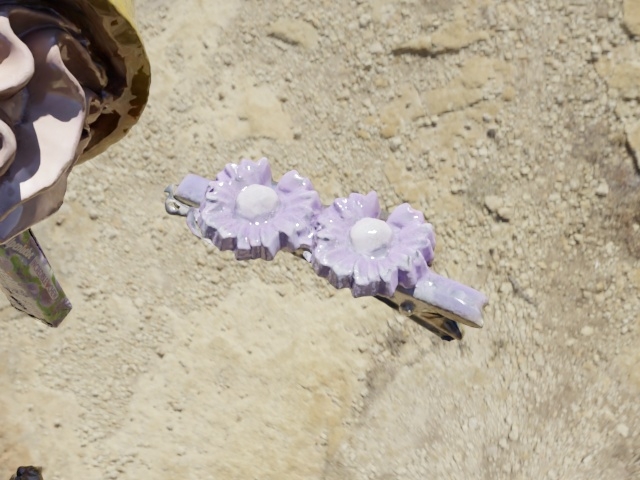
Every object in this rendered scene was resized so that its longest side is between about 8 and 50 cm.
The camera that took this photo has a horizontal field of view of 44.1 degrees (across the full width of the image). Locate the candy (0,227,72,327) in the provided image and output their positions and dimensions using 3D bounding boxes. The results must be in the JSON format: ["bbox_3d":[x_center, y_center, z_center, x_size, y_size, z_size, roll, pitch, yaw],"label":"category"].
[{"bbox_3d":[-0.418,0.016,1.060,0.088,0.312,0.061,25,60,17],"label":"candy"}]

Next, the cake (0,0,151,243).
[{"bbox_3d":[-0.172,-0.081,0.392,0.207,0.185,0.178,-17,67,-13],"label":"cake"}]

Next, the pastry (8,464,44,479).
[{"bbox_3d":[-0.216,0.365,0.476,0.337,0.292,0.405,2,57,53],"label":"pastry"}]

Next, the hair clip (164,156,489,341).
[{"bbox_3d":[0.000,0.000,0.647,0.292,0.085,0.106,23,54,12],"label":"hair clip"}]
